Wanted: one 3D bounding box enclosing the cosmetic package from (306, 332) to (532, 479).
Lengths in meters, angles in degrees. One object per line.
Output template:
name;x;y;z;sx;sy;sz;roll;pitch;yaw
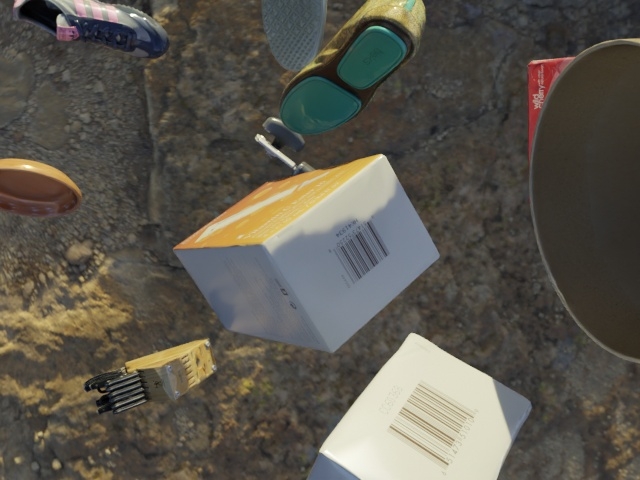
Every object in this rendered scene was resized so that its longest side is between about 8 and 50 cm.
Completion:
cosmetic package;0.057;0.319;0.747;0.217;0.156;0.384;-40;155;-48

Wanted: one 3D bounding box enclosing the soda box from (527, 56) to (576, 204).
soda box;0.429;-0.195;1.236;0.083;0.092;0.263;-3;92;-70

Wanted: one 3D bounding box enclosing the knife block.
knife block;-0.420;0.329;1.637;0.276;0.242;0.088;-28;107;-63

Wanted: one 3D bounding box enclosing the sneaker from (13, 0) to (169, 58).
sneaker;-0.486;-0.446;1.423;0.319;0.112;0.131;20;46;-2

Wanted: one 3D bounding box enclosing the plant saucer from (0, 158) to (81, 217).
plant saucer;-0.553;-0.100;1.270;0.200;0.200;0.037;13;63;-30

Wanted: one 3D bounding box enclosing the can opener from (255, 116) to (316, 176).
can opener;-0.023;-0.168;1.522;0.283;0.076;0.095;36;101;-4

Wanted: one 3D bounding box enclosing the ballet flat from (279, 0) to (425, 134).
ballet flat;0.048;-0.271;1.044;0.123;0.349;0.123;8;72;-26

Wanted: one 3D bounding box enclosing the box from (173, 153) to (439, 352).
box;-0.037;0.018;0.985;0.215;0.345;0.168;-39;106;-26

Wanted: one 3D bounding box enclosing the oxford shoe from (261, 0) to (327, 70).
oxford shoe;-0.058;-0.639;1.617;0.130;0.169;0.448;-48;137;-64

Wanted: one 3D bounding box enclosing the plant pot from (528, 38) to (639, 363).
plant pot;0.349;-0.046;0.617;0.191;0.284;0.283;-9;104;-12
